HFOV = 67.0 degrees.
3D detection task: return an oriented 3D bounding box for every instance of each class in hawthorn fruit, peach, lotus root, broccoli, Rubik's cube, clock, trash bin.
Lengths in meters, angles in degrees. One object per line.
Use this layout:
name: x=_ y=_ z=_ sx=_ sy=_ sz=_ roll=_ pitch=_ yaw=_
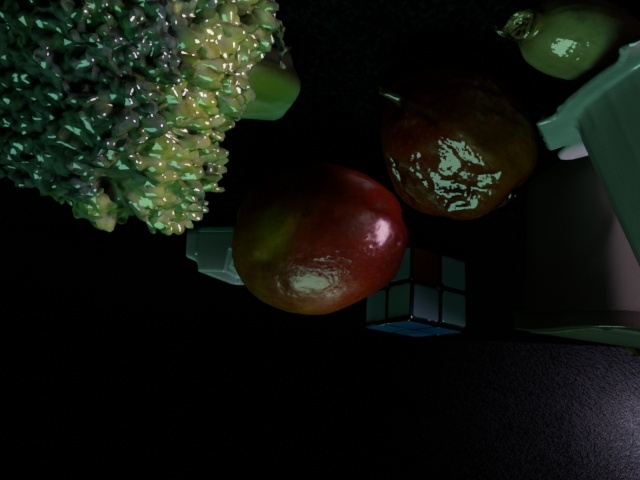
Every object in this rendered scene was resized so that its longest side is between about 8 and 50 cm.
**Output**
hawthorn fruit: x=0.149 y=-0.105 z=0.538 sx=0.174 sy=0.173 sz=0.179 roll=-1 pitch=161 yaw=19
peach: x=0.000 y=0.000 z=0.760 sx=0.281 sy=0.238 sz=0.280 roll=2 pitch=137 yaw=2
lotus root: x=0.231 y=-0.181 z=0.435 sx=0.151 sy=0.062 sz=0.073 roll=5 pitch=163 yaw=-17
broccoli: x=-0.171 y=-0.124 z=0.438 sx=0.302 sy=0.249 sz=0.375 roll=24 pitch=149 yaw=-35
Rubik's cube: x=0.219 y=0.124 z=1.140 sx=0.167 sy=0.180 sz=0.183 roll=16 pitch=161 yaw=-28
clock: x=-0.149 y=0.048 z=1.130 sx=0.263 sy=0.116 sz=0.231 roll=1 pitch=161 yaw=15
trash bin: x=0.401 y=0.020 z=0.678 sx=0.220 sy=0.249 sz=0.219 roll=10 pitch=161 yaw=-11

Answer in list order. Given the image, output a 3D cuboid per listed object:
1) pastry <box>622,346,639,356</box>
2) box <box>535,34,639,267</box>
pastry: x=0.638 y=0.090 z=0.780 sx=0.338 sy=0.292 sz=0.405 roll=9 pitch=174 yaw=20
box: x=0.356 y=-0.056 z=0.452 sx=0.263 sy=0.206 sz=0.291 roll=-6 pitch=164 yaw=-17
